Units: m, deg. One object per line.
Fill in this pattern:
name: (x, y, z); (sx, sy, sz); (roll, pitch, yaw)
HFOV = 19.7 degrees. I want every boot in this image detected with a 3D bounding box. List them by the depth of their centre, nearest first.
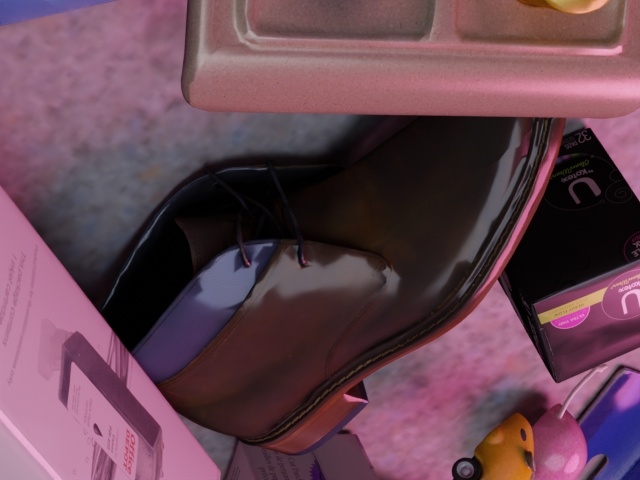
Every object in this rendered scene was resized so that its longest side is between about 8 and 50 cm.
boot: (0.000, 0.000, 0.725); (0.106, 0.082, 0.219); (17, 123, -35)

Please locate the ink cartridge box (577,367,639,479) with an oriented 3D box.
ink cartridge box: (0.247, 0.176, 0.985); (0.333, 0.065, 0.165); (16, 122, -30)

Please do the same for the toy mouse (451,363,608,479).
toy mouse: (0.085, 0.130, 0.870); (0.161, 0.031, 0.143); (-43, 156, -23)

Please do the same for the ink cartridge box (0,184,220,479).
ink cartridge box: (-0.153, 0.076, 0.694); (0.158, 0.092, 0.218); (-12, 135, 19)

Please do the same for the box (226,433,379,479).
box: (-0.041, 0.231, 0.918); (0.063, 0.067, 0.324); (2, 127, -23)

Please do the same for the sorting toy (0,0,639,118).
sorting toy: (0.051, -0.132, 0.619); (0.348, 0.047, 0.196); (-1, 108, -21)

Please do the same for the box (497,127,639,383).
box: (0.105, 0.005, 0.767); (0.062, 0.083, 0.052); (-23, 133, -1)
